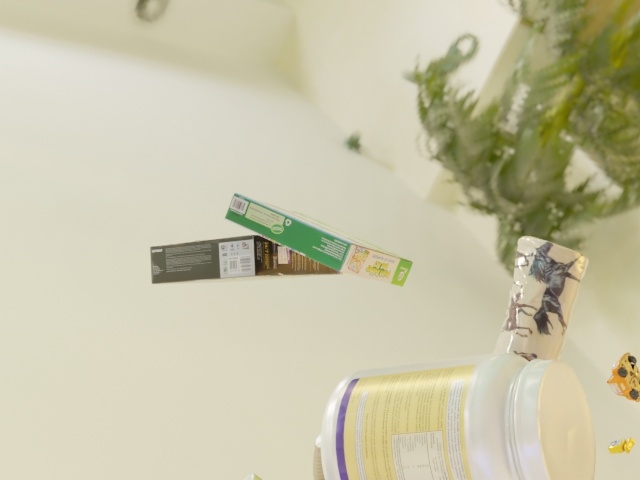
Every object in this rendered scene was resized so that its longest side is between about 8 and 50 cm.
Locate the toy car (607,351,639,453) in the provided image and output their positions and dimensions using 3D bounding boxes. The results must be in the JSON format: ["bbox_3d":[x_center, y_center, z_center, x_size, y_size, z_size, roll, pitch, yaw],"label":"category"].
[{"bbox_3d":[0.352,0.194,1.396,0.060,0.040,0.122,47,-131,-20],"label":"toy car"}]

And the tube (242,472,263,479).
[{"bbox_3d":[-0.025,0.425,1.643,0.240,0.070,0.062,40,-165,-8],"label":"tube"}]

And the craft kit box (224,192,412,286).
[{"bbox_3d":[0.000,0.000,2.022,0.249,0.061,0.246,24,-173,30],"label":"craft kit box"}]

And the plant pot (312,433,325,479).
[{"bbox_3d":[0.066,0.433,2.435,0.110,0.237,0.237,55,-165,-9],"label":"plant pot"}]

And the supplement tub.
[{"bbox_3d":[0.193,0.286,1.649,0.331,0.241,0.241,-11,176,32],"label":"supplement tub"}]

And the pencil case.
[{"bbox_3d":[0.467,0.191,2.551,0.159,0.410,0.183,15,171,4],"label":"pencil case"}]

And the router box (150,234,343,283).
[{"bbox_3d":[-0.147,0.039,2.311,0.308,0.081,0.243,-6,176,43],"label":"router box"}]
